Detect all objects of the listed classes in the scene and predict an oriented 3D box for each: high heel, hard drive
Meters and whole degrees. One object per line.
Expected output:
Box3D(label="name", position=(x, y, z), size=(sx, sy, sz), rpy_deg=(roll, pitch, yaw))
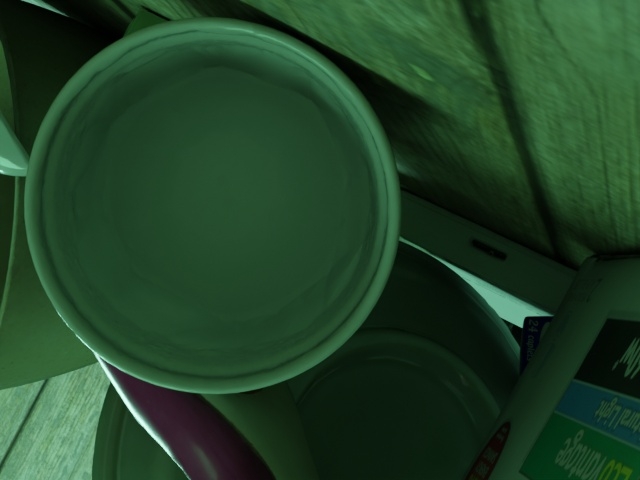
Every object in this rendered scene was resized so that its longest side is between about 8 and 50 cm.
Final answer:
Box3D(label="high heel", position=(-0.064, 0.188, 0.864), size=(0.377, 0.181, 0.127), rpy_deg=(45, -163, 13))
Box3D(label="hard drive", position=(0.180, 0.044, 1.225), size=(0.203, 0.040, 0.307), rpy_deg=(27, 177, 22))

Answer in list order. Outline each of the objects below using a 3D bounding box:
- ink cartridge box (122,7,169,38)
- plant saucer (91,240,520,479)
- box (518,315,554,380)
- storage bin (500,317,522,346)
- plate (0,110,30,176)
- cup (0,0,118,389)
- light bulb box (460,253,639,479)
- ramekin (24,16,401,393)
Box3D(label="ink cartridge box", position=(-0.046, -0.083, 0.994), size=(0.171, 0.056, 0.235), rpy_deg=(27, 175, 9))
Box3D(label="plant saucer", position=(0.034, 0.177, 1.007), size=(0.400, 0.400, 0.100), rpy_deg=(29, 158, -18))
Box3D(label="box", position=(0.238, 0.107, 1.053), size=(0.137, 0.072, 0.126), rpy_deg=(0, 165, 24))
Box3D(label="storage bin", position=(0.197, 0.167, 1.773), size=(0.084, 0.180, 0.122), rpy_deg=(27, 177, 21))
Box3D(label="plate", position=(-0.325, -0.169, 0.943), size=(0.278, 0.045, 0.277), rpy_deg=(23, 147, 57))
Box3D(label="cup", position=(-0.200, -0.035, 1.150), size=(0.237, 0.331, 0.331), rpy_deg=(2, -169, -32))
Box3D(label="light bulb box", position=(0.294, 0.180, 0.762), size=(0.361, 0.225, 0.358), rpy_deg=(29, 177, -1))
Box3D(label="ramekin", position=(-0.057, -0.022, 0.777), size=(0.207, 0.207, 0.109), rpy_deg=(28, -174, -1))
